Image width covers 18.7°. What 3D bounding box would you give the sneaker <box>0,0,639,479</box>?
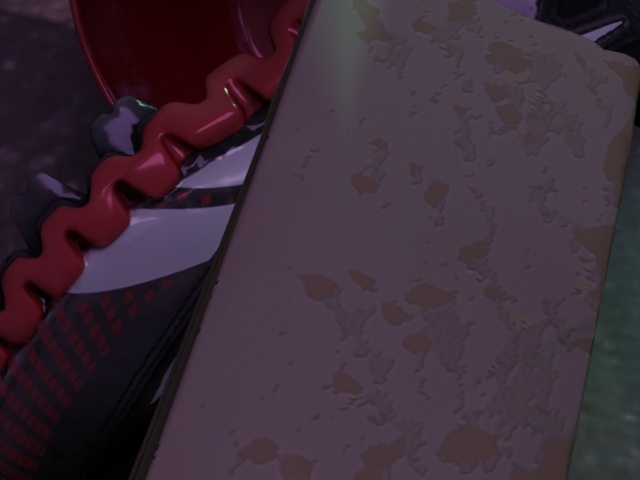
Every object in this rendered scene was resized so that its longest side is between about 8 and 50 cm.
[{"bbox_3d":[0.000,0.000,0.583,0.276,0.097,0.135,-43,83,2],"label":"sneaker"}]

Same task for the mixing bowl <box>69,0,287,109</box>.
[{"bbox_3d":[0.010,-0.093,0.683,0.181,0.098,0.181,0,88,7],"label":"mixing bowl"}]

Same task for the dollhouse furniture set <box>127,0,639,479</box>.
[{"bbox_3d":[0.134,0.140,0.451,0.394,0.256,0.362,20,51,-4],"label":"dollhouse furniture set"}]
